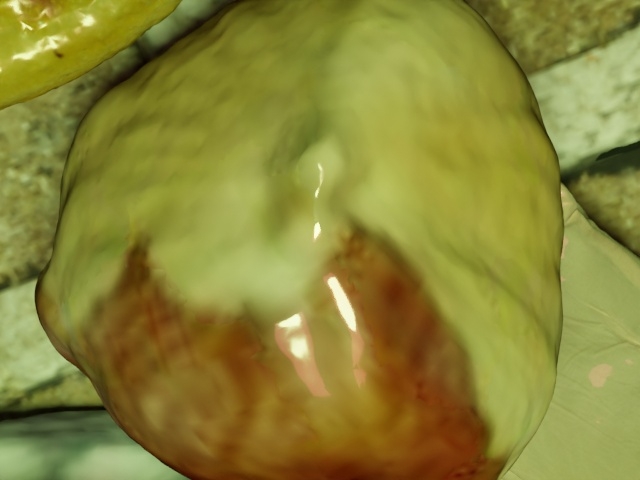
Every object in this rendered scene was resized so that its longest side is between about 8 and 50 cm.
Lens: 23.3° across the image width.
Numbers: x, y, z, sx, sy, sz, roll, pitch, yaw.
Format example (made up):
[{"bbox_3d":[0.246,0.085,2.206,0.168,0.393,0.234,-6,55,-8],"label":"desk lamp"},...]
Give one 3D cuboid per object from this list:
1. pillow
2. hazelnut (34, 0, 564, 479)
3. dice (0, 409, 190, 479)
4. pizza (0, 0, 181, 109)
[{"bbox_3d":[0.178,0.095,0.871,0.270,0.067,0.173,30,108,-19],"label":"pillow"},{"bbox_3d":[0.000,0.000,0.718,0.261,0.241,0.261,-4,74,13],"label":"hazelnut"},{"bbox_3d":[-0.110,0.264,0.813,0.270,0.270,0.271,4,114,-7],"label":"dice"},{"bbox_3d":[-0.102,-0.185,0.710,0.268,0.087,0.257,-9,119,-3],"label":"pizza"}]
